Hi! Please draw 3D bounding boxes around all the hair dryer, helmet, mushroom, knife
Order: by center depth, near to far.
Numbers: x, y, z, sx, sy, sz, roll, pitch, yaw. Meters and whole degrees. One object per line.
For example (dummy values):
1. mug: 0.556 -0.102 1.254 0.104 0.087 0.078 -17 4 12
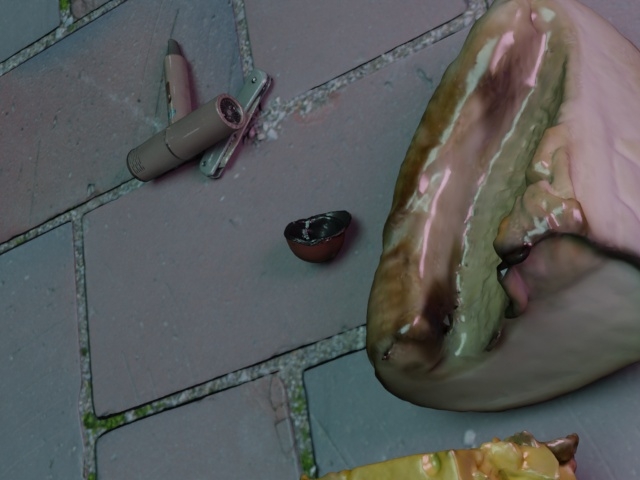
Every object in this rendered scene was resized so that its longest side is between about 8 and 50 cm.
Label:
1. mushroom: 0.201 -0.050 0.977 0.314 0.224 0.397 -44 33 46
2. helmet: 0.002 0.001 1.157 0.084 0.049 0.065 -12 28 4
3. knife: -0.113 -0.156 1.302 0.044 0.023 0.162 32 93 44
4. hair dryer: -0.180 -0.209 1.344 0.195 0.054 0.220 -23 52 38

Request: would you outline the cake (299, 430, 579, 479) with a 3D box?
1. cake: 0.128 0.304 0.864 0.286 0.222 0.227 -21 66 27
